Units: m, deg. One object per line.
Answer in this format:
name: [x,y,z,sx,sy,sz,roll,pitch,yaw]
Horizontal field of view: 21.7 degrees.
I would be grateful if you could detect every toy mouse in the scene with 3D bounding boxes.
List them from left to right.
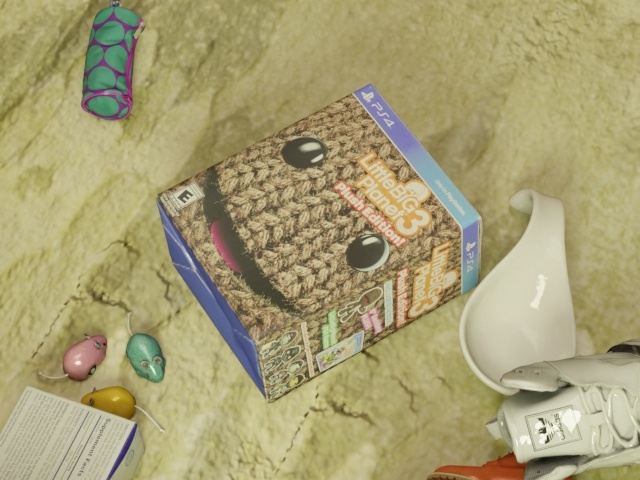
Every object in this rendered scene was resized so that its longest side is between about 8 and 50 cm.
toy mouse: [-0.234,0.133,1.887,0.161,0.031,0.143,10,58,10]

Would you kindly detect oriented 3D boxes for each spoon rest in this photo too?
spoon rest: [0.230,0.051,1.871,0.137,0.084,0.276,18,56,-8]

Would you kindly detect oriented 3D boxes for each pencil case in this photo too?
pencil case: [-0.260,-0.225,2.105,0.070,0.064,0.152,-9,55,18]

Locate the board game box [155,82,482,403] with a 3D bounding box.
board game box: [0.000,0.000,1.894,0.291,0.141,0.232,-29,60,-14]

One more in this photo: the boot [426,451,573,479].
boot: [0.192,0.254,1.773,0.158,0.059,0.085,7,43,10]

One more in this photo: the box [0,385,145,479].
box: [-0.278,0.241,1.795,0.137,0.072,0.126,17,59,15]

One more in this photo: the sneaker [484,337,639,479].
sneaker: [0.305,0.179,1.642,0.210,0.366,0.137,-14,93,-14]
